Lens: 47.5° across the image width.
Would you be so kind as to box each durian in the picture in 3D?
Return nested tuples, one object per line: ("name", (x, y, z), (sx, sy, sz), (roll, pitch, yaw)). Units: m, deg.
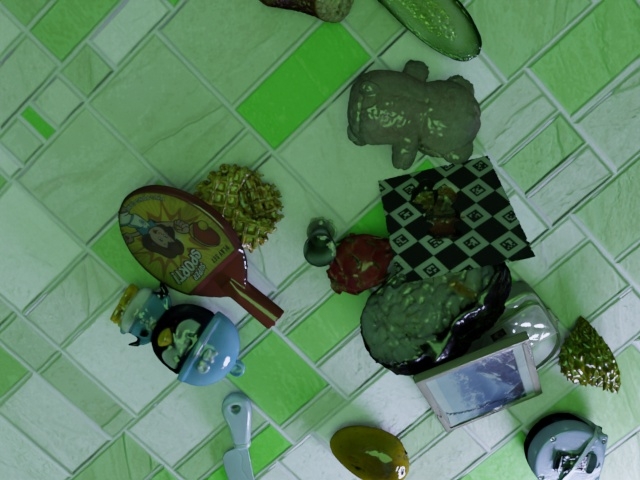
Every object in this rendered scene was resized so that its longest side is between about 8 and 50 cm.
("durian", (0.595, 0.283, 1.626), (0.108, 0.119, 0.186), (-26, 105, 3))

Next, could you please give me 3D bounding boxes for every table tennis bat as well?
("table tennis bat", (-0.250, 0.042, 1.551), (0.415, 0.051, 0.268), (41, 131, -11))

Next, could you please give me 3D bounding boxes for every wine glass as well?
("wine glass", (0.000, 0.000, 1.530), (0.072, 0.155, 0.072), (0, 106, 1))

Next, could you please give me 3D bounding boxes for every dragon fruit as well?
("dragon fruit", (0.087, 0.044, 1.563), (0.166, 0.133, 0.136), (-33, 146, 10))

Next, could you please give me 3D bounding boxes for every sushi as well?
("sushi", (0.263, -0.033, 1.487), (0.264, 0.290, 0.050), (-13, 139, 4))
("sushi", (0.250, 0.144, 1.537), (0.350, 0.211, 0.171), (-44, 146, 4))

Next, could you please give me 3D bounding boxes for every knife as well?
("knife", (-0.195, 0.515, 1.743), (0.080, 0.044, 0.331), (-2, 109, 1))

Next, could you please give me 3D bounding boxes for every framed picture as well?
("framed picture", (0.353, 0.317, 1.583), (0.247, 0.022, 0.335), (-23, 144, 6))

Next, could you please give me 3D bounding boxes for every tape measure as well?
("tape measure", (0.570, 0.497, 1.695), (0.181, 0.107, 0.182), (0, 109, -6))

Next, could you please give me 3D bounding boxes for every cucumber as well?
("cucumber", (0.224, -0.453, 1.445), (0.244, 0.063, 0.115), (44, 125, -12))

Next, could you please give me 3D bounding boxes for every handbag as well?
("handbag", (0.416, 0.233, 1.637), (0.256, 0.079, 0.219), (-33, 107, 11))

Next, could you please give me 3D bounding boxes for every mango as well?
("mango", (0.114, 0.504, 1.705), (0.195, 0.098, 0.137), (16, 109, 1))

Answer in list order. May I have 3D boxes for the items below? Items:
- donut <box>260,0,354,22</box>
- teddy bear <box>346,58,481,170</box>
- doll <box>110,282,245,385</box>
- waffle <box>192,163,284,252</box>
("donut", (-0.022, -0.503, 1.416), (0.187, 0.144, 0.126), (2, 115, -32))
("teddy bear", (0.184, -0.256, 1.459), (0.267, 0.151, 0.236), (7, 79, -12))
("doll", (-0.305, 0.213, 1.602), (0.314, 0.141, 0.177), (29, 100, -4))
("waffle", (-0.182, -0.066, 1.557), (0.193, 0.070, 0.197), (38, 103, -9))
